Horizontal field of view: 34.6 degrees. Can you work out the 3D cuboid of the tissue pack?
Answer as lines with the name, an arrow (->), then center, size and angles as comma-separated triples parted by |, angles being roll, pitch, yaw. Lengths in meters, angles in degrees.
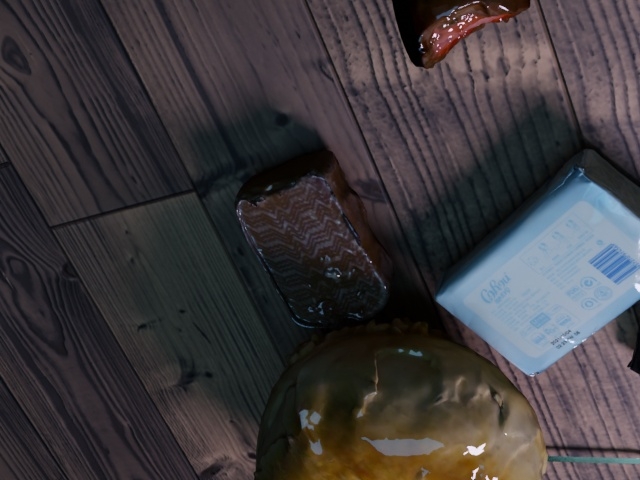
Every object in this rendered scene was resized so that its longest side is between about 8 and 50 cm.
tissue pack -> 0.287, 0.030, 1.232 | 0.177, 0.089, 0.263 | 38, 128, -7

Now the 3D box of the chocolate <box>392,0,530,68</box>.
chocolate -> 0.150, -0.248, 1.078 | 0.133, 0.124, 0.127 | -16, 118, -9

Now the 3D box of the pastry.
pastry -> 0.101, 0.268, 1.336 | 0.409, 0.245, 0.409 | 9, 135, 9

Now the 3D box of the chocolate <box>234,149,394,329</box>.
chocolate -> 0.000, 0.000, 1.299 | 0.148, 0.093, 0.214 | -16, 115, 27

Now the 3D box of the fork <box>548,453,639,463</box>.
fork -> 0.416, 0.296, 1.405 | 0.235, 0.021, 0.039 | 0, 118, 20

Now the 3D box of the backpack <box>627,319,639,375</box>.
backpack -> 0.439, 0.121, 1.228 | 0.106, 0.120, 0.165 | -2, 124, -6
